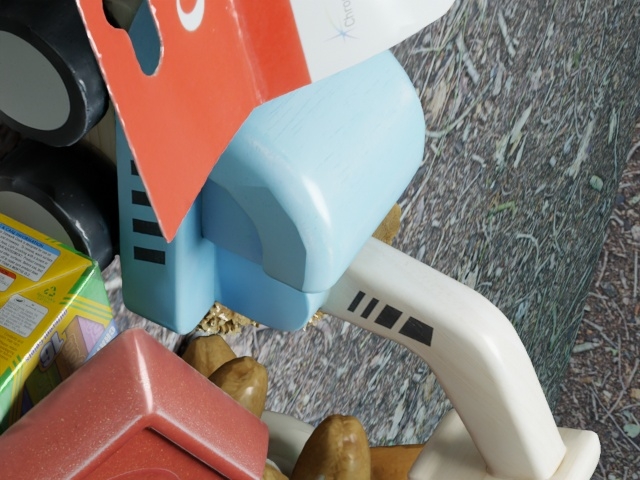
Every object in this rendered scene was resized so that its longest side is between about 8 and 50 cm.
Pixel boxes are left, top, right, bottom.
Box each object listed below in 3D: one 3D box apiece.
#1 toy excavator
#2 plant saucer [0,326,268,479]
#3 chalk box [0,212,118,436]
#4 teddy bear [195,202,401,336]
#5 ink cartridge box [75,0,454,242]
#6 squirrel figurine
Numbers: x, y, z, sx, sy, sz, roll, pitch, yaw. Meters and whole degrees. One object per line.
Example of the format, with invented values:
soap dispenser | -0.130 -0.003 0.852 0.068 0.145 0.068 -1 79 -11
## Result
toy excavator | 0.000 0.000 1.199 0.222 0.445 0.433 -50 156 -37
plant saucer | -0.163 0.195 1.180 0.258 0.047 0.259 -41 152 0
chalk box | -0.224 0.095 1.195 0.132 0.132 0.213 -55 159 -29
teddy bear | -0.049 -0.020 1.595 0.338 0.113 0.245 -11 116 -58
ink cartridge box | -0.005 -0.228 0.968 0.385 0.091 0.308 -58 146 -38
squirrel figurine | -0.100 0.303 1.482 0.397 0.281 0.370 -57 177 10
